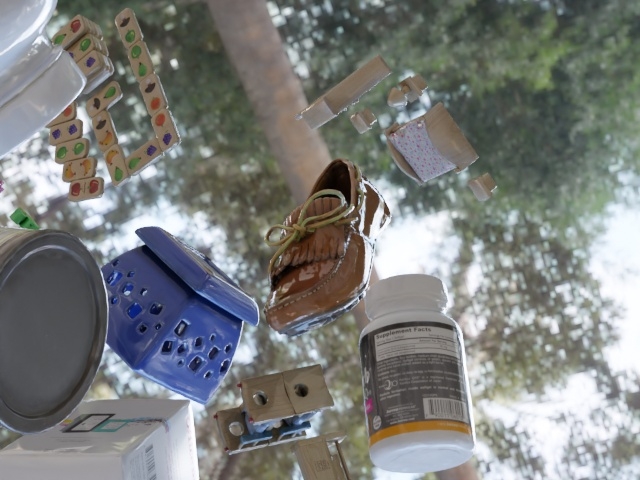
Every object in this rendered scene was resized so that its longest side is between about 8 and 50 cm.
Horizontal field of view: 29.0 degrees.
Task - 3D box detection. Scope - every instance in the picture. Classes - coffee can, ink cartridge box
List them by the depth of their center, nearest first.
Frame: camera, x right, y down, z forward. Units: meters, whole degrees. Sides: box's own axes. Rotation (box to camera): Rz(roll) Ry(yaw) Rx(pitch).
[{"bbox_3d":[-0.388,0.076,1.265,0.275,0.201,0.201,6,-142,26],"label":"coffee can"},{"bbox_3d":[-0.312,0.359,1.788,0.197,0.198,0.270,-3,-172,15],"label":"ink cartridge box"}]

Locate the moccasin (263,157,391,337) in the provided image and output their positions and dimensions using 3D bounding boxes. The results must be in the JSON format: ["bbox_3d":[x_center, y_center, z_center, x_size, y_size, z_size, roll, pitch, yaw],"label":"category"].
[{"bbox_3d":[0.003,-0.001,1.640,0.139,0.147,0.380,-20,-159,30],"label":"moccasin"}]

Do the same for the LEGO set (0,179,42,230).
[{"bbox_3d":[-0.455,-0.004,1.821,0.087,0.227,0.093,-44,-172,0],"label":"LEGO set"}]

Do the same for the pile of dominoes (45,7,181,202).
[{"bbox_3d":[-0.304,-0.182,1.653,0.196,0.040,0.251,-34,-119,21],"label":"pile of dominoes"}]

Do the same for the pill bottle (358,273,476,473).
[{"bbox_3d":[0.143,0.202,1.889,0.162,0.162,0.278,-12,-118,15],"label":"pill bottle"}]

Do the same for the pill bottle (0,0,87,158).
[{"bbox_3d":[-0.307,-0.204,0.847,0.181,0.323,0.181,-30,-158,14],"label":"pill bottle"}]

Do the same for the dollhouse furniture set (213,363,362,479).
[{"bbox_3d":[-0.048,0.289,1.716,0.129,0.129,0.183,-8,-116,-27],"label":"dollhouse furniture set"}]

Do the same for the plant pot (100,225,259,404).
[{"bbox_3d":[-0.263,0.122,2.196,0.236,0.236,0.212,39,-88,37],"label":"plant pot"}]

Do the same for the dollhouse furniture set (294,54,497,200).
[{"bbox_3d":[0.136,-0.175,2.539,0.174,0.355,0.303,-39,-172,-24],"label":"dollhouse furniture set"}]
